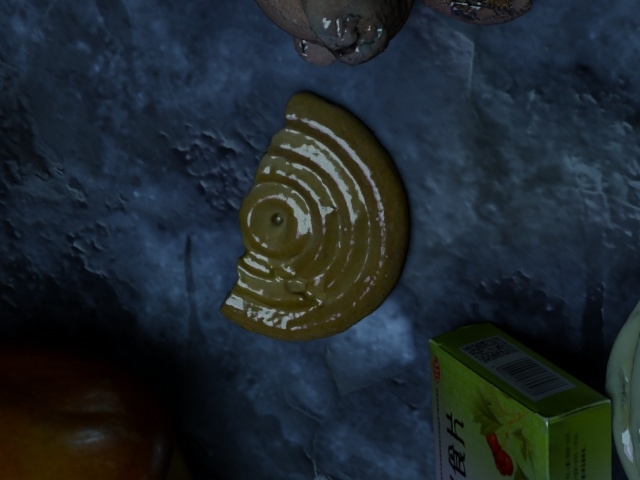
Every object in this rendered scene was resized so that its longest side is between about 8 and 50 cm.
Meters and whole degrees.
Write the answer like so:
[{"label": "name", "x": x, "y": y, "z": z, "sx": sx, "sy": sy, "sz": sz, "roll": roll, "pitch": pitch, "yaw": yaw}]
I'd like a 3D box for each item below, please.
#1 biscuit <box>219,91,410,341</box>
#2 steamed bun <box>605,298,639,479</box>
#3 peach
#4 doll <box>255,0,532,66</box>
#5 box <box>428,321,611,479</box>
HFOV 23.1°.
[{"label": "biscuit", "x": 0.000, "y": 0.000, "z": 1.292, "sx": 0.144, "sy": 0.033, "sz": 0.224, "roll": 27, "pitch": 119, "yaw": 9}, {"label": "steamed bun", "x": 0.338, "y": 0.146, "z": 1.124, "sx": 0.280, "sy": 0.207, "sz": 0.268, "roll": 15, "pitch": 116, "yaw": 17}, {"label": "peach", "x": -0.265, "y": 0.244, "z": 1.336, "sx": 0.406, "sy": 0.310, "sz": 0.335, "roll": 2, "pitch": 150, "yaw": 24}, {"label": "doll", "x": 0.075, "y": -0.194, "z": 1.091, "sx": 0.303, "sy": 0.156, "sz": 0.201, "roll": -3, "pitch": 144, "yaw": 29}, {"label": "box", "x": 0.158, "y": 0.216, "z": 1.245, "sx": 0.175, "sy": 0.062, "sz": 0.260, "roll": 33, "pitch": 133, "yaw": 59}]
